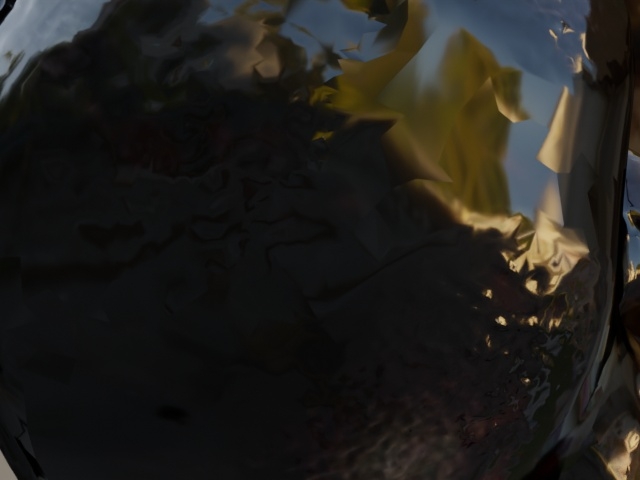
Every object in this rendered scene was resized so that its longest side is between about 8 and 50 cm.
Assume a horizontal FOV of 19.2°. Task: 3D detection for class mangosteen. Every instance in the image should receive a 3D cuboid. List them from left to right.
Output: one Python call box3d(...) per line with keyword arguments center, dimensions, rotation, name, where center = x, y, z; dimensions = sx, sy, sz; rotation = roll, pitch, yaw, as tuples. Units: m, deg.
box3d(center=(-0.005, 0.001, 0.586), dimensions=(0.287, 0.233, 0.287), rotation=(51, -15, 19), name="mangosteen")
